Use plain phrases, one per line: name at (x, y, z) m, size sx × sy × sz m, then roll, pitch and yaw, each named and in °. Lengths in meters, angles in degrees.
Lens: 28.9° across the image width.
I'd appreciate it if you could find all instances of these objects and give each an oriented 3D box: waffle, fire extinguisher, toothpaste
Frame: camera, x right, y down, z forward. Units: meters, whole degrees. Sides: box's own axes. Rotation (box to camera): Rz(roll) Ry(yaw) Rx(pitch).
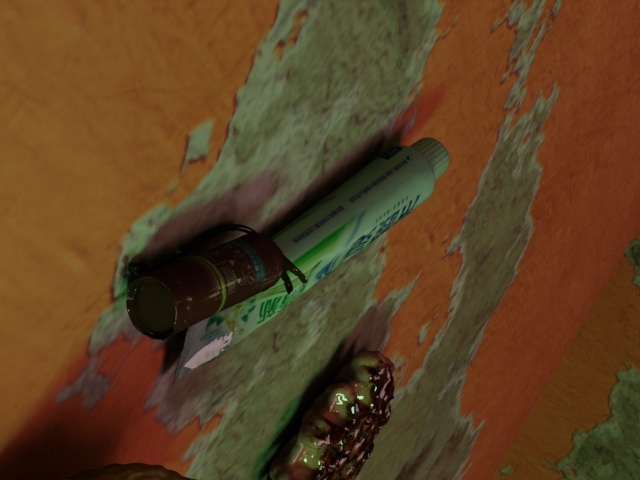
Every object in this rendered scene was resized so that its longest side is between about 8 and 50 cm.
waffle at (0.005, 0.199, 1.146) m, size 0.221 × 0.055 × 0.234 m, roll -58°, pitch 166°, yaw -14°
fire extinguisher at (-0.059, 0.021, 0.722) m, size 0.039 × 0.056 × 0.132 m, roll -41°, pitch 171°, yaw 34°
toothpaste at (0.000, 0.000, 0.857) m, size 0.297 × 0.048 × 0.075 m, roll -37°, pitch 157°, yaw -43°

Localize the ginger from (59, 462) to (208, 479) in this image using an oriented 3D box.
ginger at (-0.130, 0.223, 0.719) m, size 0.219 × 0.123 × 0.270 m, roll -30°, pitch 157°, yaw -20°
